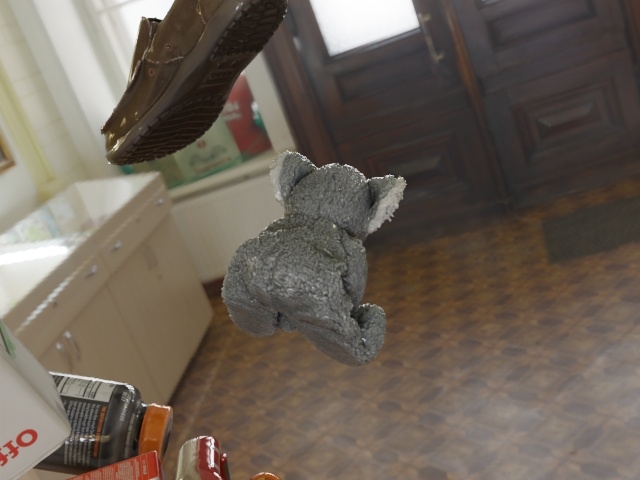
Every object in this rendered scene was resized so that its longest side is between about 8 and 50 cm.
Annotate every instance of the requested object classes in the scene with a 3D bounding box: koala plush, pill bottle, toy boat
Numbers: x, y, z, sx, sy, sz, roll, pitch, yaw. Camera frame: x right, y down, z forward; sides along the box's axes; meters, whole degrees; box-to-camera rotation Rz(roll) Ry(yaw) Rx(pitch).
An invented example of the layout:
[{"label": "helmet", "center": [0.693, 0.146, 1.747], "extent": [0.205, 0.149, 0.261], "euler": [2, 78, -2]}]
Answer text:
[{"label": "koala plush", "center": [0.000, 0.000, 0.981], "extent": [0.196, 0.203, 0.221], "euler": [15, 66, 18]}, {"label": "pill bottle", "center": [-0.325, 0.247, 1.120], "extent": [0.245, 0.130, 0.130], "euler": [10, 19, -1]}, {"label": "toy boat", "center": [-0.124, 0.369, 1.193], "extent": [0.151, 0.151, 0.231], "euler": [-9, 10, -6]}]

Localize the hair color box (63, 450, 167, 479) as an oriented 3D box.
[{"label": "hair color box", "center": [-0.258, 0.319, 0.973], "extent": [0.167, 0.093, 0.053], "euler": [-16, 27, -7]}]

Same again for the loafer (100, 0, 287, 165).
[{"label": "loafer", "center": [-0.184, -0.237, 1.111], "extent": [0.366, 0.130, 0.134], "euler": [-42, -15, 33]}]

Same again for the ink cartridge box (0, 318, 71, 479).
[{"label": "ink cartridge box", "center": [-0.383, 0.115, 0.718], "extent": [0.201, 0.278, 0.117], "euler": [-36, 32, -10]}]
